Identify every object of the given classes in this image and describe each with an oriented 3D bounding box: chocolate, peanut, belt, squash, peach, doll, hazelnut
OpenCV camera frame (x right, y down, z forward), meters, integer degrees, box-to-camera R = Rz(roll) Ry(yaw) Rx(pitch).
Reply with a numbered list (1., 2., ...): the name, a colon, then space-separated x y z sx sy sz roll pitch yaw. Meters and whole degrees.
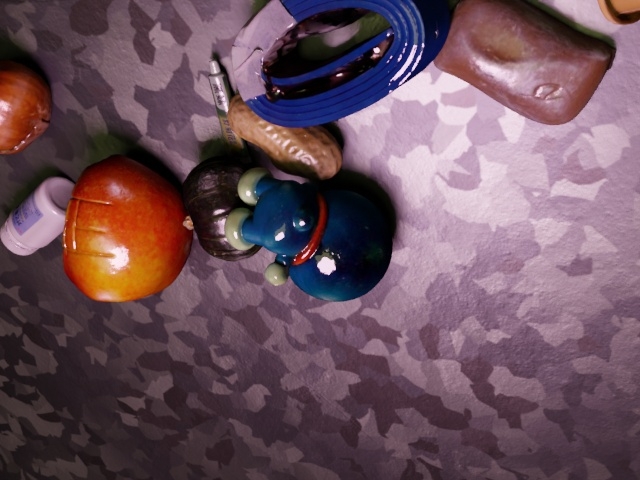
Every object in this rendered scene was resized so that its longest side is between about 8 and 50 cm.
1. chocolate: 0.297 -0.269 1.214 0.262 0.083 0.161 26 124 5
2. peanut: -0.065 -0.179 1.398 0.226 0.095 0.108 33 126 0
3. belt: 0.023 -0.302 1.246 0.347 0.117 0.212 -14 108 36
4. squash: -0.172 -0.057 1.462 0.156 0.193 0.193 -1 124 -12
5. peach: -0.367 -0.027 1.538 0.246 0.248 0.274 -2 111 -18
6. doll: 0.000 -0.001 1.390 0.322 0.198 0.186 20 174 -41
7. hazelnut: -0.604 -0.258 1.521 0.182 0.182 0.182 10 123 15

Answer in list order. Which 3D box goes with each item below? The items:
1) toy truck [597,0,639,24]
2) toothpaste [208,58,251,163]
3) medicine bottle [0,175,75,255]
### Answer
1. toy truck: 0.487 -0.369 0.978 0.212 0.288 0.204 18 130 40
2. toothpaste: -0.168 -0.229 1.447 0.049 0.031 0.204 2 124 23
3. medicine bottle: -0.582 -0.048 1.671 0.187 0.102 0.102 -32 105 33
